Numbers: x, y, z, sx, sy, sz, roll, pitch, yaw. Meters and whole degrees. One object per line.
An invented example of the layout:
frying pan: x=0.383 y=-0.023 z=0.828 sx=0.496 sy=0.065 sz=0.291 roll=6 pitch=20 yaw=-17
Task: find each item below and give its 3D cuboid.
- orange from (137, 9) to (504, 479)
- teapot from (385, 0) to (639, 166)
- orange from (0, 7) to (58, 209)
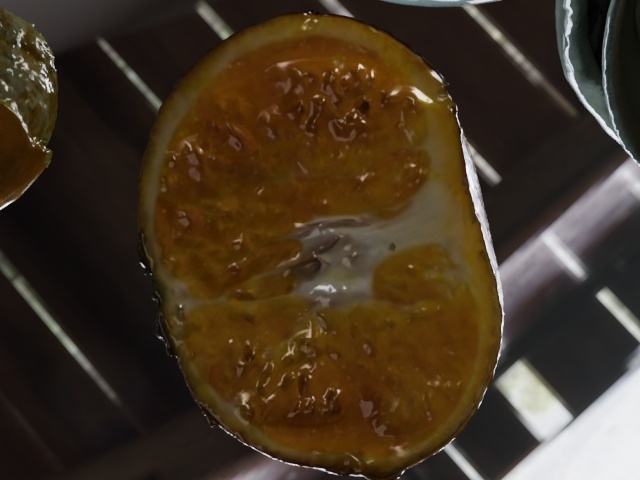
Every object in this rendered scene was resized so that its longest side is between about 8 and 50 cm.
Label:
orange: x=0.003 y=-0.002 z=1.287 sx=0.274 sy=0.310 sz=0.274 roll=-22 pitch=-157 yaw=10
teapot: x=0.070 y=-0.121 z=0.493 sx=0.183 sy=0.251 sz=0.183 roll=-11 pitch=127 yaw=-15
orange: x=-0.224 y=-0.077 z=0.999 sx=0.156 sy=0.156 sz=0.134 roll=-43 pitch=130 yaw=1
